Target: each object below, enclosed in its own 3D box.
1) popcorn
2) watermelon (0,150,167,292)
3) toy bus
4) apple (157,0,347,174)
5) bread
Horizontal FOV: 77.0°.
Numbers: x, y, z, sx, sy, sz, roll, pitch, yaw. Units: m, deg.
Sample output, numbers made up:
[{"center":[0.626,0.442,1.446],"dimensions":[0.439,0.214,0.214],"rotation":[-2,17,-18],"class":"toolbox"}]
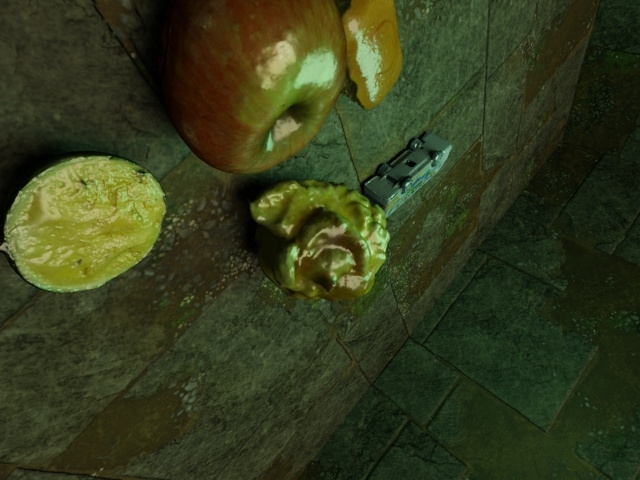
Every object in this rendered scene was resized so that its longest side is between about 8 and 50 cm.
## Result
[{"center":[-0.009,0.000,0.929],"dimensions":[0.336,0.274,0.279],"rotation":[4,158,-13],"class":"popcorn"},{"center":[-0.350,-0.035,0.580],"dimensions":[0.232,0.127,0.204],"rotation":[-29,137,-38],"class":"watermelon"},{"center":[0.273,-0.203,1.259],"dimensions":[0.330,0.109,0.136],"rotation":[-40,152,-24],"class":"toy bus"},{"center":[-0.111,-0.266,0.615],"dimensions":[0.309,0.250,0.277],"rotation":[-46,167,22],"class":"apple"},{"center":[0.091,-0.408,0.843],"dimensions":[0.174,0.121,0.245],"rotation":[-46,143,-14],"class":"bread"}]
